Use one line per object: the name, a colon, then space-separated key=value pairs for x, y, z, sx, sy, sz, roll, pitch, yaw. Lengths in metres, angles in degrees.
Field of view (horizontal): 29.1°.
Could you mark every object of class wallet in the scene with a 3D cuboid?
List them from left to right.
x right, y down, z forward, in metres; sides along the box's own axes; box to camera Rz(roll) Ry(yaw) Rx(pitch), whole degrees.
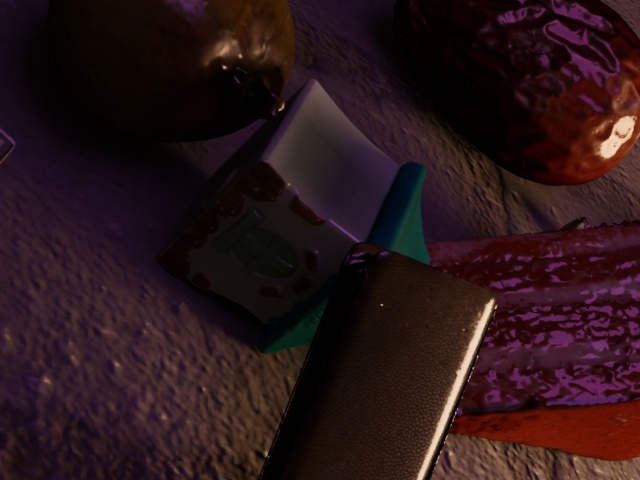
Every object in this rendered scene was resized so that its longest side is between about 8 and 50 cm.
wallet: x=0.027 y=0.107 z=0.694 sx=0.110 sy=0.031 sz=0.198 roll=22 pitch=89 yaw=-36

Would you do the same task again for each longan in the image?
longan: x=-0.083 y=-0.125 z=0.751 sx=0.155 sy=0.145 sz=0.176 roll=-24 pitch=49 yaw=-35

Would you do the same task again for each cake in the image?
cake: x=0.161 y=0.083 z=0.935 sx=0.262 sy=0.159 sz=0.158 roll=-4 pitch=60 yaw=-9

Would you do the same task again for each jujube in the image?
jujube: x=0.169 y=-0.149 z=1.046 sx=0.236 sy=0.168 sz=0.168 roll=33 pitch=40 yaw=-2

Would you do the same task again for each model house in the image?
model house: x=0.000 y=0.000 z=0.767 sx=0.149 sy=0.127 sz=0.100 roll=39 pitch=41 yaw=-13

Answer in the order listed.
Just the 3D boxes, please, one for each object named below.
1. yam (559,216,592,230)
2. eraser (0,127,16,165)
yam: x=0.255 y=0.038 z=1.085 sx=0.129 sy=0.033 sz=0.027 roll=54 pitch=13 yaw=-7
eraser: x=-0.212 y=-0.030 z=0.649 sx=0.052 sy=0.029 sz=0.122 roll=43 pitch=39 yaw=-13
